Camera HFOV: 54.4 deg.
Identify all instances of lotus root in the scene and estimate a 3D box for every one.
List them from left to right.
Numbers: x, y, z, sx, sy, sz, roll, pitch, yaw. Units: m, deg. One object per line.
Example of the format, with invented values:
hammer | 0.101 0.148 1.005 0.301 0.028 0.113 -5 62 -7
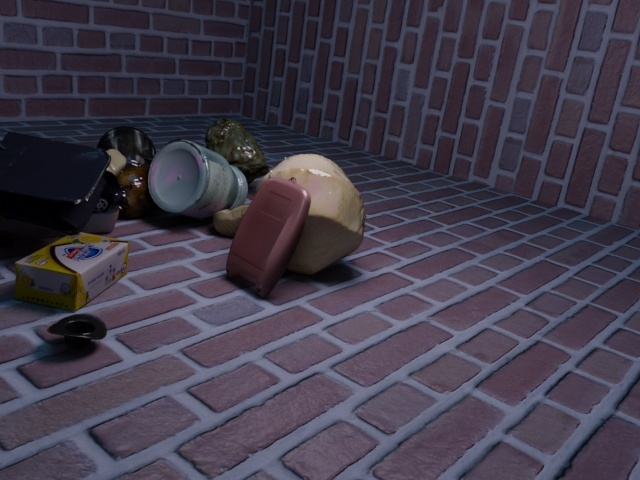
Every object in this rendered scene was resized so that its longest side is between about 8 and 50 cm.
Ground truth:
lotus root | -0.612 -0.171 2.134 0.141 0.169 0.314 23 27 19

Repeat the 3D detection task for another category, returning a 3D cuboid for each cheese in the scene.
cheese | -0.766 -0.201 2.089 0.093 0.263 0.159 49 7 -15

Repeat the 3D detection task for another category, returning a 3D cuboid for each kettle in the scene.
kettle | -0.760 -0.260 2.317 0.321 0.228 0.324 -23 30 -7

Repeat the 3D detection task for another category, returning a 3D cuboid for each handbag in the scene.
handbag | -0.773 -0.166 1.710 0.330 0.121 0.303 12 35 -9

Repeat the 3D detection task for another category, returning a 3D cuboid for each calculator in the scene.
calculator | -0.145 -0.025 1.693 0.220 0.329 0.048 25 0 41

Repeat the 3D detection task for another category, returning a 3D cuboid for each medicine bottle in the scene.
medicine bottle | -0.404 -0.195 2.128 0.245 0.244 0.290 18 3 25

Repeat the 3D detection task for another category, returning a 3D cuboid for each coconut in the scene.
coconut | -0.035 -0.067 1.854 0.353 0.352 0.352 7 19 -3

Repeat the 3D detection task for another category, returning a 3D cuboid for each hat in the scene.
hat | -0.513 0.199 1.313 0.121 0.050 0.121 12 15 -3

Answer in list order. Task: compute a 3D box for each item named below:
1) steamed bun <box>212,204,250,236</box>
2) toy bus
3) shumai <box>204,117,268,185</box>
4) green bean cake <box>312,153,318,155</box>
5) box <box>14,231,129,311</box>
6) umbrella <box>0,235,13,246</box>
steamed bun | -0.251 -0.067 2.088 0.213 0.110 0.231 -13 3 -14
toy bus | -0.801 -0.098 1.855 0.387 0.162 0.171 -6 41 -32
shumai | -0.393 -0.297 2.496 0.288 0.291 0.330 -37 39 -22
green bean cake | -0.024 -0.177 2.276 0.132 0.241 0.255 -20 17 13
box | -0.616 0.070 1.566 0.169 0.097 0.265 11 20 9
umbrella | -0.932 -0.004 1.749 0.133 0.031 0.036 9 21 -1
